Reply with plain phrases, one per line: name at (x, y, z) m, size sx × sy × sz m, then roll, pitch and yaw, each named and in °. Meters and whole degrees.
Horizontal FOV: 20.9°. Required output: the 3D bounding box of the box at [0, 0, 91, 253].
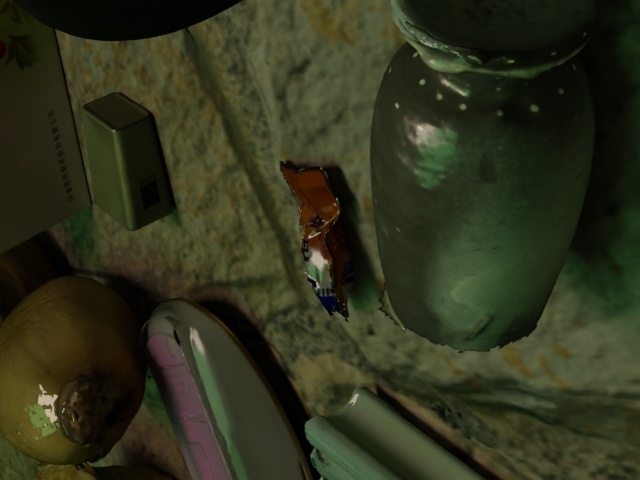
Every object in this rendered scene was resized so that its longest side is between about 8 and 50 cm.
box at (-0.296, -0.100, 1.426) m, size 0.062 × 0.175 × 0.260 m, roll 38°, pitch 147°, yaw 37°

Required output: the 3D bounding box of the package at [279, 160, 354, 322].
package at (0.001, 0.000, 1.147) m, size 0.077 × 0.033 × 0.110 m, roll -133°, pitch 31°, yaw -82°

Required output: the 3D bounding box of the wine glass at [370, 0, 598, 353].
wine glass at (0.079, -0.043, 0.859) m, size 0.111 × 0.111 × 0.204 m, roll 41°, pitch 148°, yaw 35°

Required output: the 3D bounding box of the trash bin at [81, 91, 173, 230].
trash bin at (-0.154, -0.063, 1.357) m, size 0.061 × 0.043 × 0.092 m, roll 34°, pitch 143°, yaw 44°

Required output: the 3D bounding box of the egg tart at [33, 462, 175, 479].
egg tart at (-0.169, 0.325, 1.706) m, size 0.315 × 0.120 × 0.315 m, roll 41°, pitch 149°, yaw 32°

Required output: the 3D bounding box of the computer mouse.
computer mouse at (-0.059, 0.189, 1.400) m, size 0.158 × 0.072 × 0.310 m, roll -18°, pitch 92°, yaw 68°

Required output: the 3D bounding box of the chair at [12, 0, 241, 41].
chair at (-0.175, -0.306, 0.745) m, size 0.410 × 0.362 × 0.364 m, roll 31°, pitch 167°, yaw 27°

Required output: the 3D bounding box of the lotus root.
lotus root at (-0.219, 0.110, 1.486) m, size 0.131 × 0.146 × 0.303 m, roll 33°, pitch -175°, yaw -10°

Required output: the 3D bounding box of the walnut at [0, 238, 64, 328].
walnut at (-0.312, 0.067, 1.681) m, size 0.238 × 0.141 × 0.204 m, roll -21°, pitch 86°, yaw 66°

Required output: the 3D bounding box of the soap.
soap at (0.077, 0.194, 1.170) m, size 0.198 × 0.063 × 0.114 m, roll 35°, pitch 147°, yaw 43°
